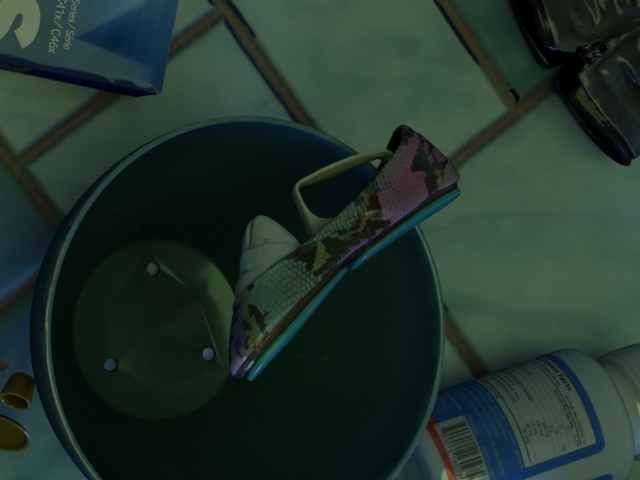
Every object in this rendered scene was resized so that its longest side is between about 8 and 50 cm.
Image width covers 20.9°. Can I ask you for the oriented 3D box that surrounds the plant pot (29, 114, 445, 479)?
[{"bbox_3d":[-0.085,0.064,1.241,0.290,0.195,0.290,1,88,-26],"label":"plant pot"}]

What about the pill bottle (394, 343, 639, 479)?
[{"bbox_3d":[0.171,0.158,1.382,0.221,0.124,0.124,-16,99,-17],"label":"pill bottle"}]

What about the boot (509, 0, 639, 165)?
[{"bbox_3d":[0.319,-0.132,1.428,0.223,0.118,0.338,-42,94,-8],"label":"boot"}]

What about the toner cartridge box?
[{"bbox_3d":[-0.169,-0.290,1.260,0.165,0.075,0.348,10,91,-20],"label":"toner cartridge box"}]

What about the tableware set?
[{"bbox_3d":[-0.250,0.126,1.234,0.104,0.154,0.024,31,50,-20],"label":"tableware set"}]

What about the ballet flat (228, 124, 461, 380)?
[{"bbox_3d":[0.000,0.000,1.144,0.079,0.077,0.221,47,64,3],"label":"ballet flat"}]
